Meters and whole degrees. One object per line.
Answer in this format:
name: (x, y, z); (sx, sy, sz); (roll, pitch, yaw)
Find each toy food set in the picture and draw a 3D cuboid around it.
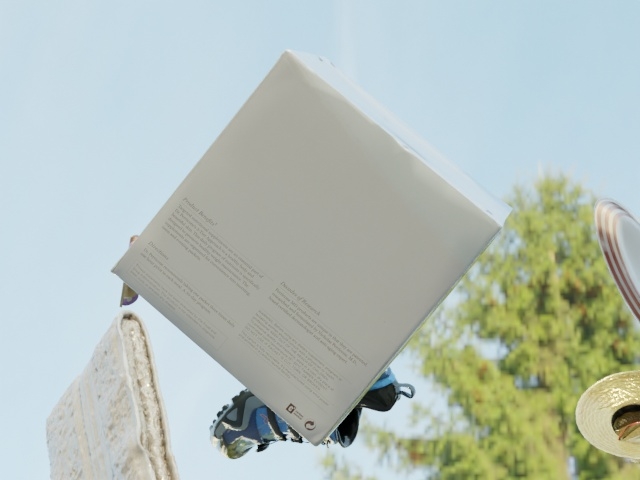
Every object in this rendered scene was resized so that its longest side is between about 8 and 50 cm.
toy food set: (-0.204, 0.029, 1.612); (0.019, 0.122, 0.077); (9, -73, -8)

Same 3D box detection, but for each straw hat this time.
straw hat: (0.356, 0.214, 1.630); (0.145, 0.144, 0.061); (-6, -52, 11)

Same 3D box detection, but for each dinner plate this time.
dinner plate: (0.252, 0.028, 1.127); (0.017, 0.141, 0.141); (-25, -57, -6)

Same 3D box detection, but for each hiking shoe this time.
hiking shoe: (-0.025, 0.209, 1.762); (0.132, 0.113, 0.304); (52, -46, 5)

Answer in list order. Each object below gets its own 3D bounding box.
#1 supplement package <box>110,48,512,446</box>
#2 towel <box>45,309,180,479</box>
supplement package: (0.000, 0.000, 1.070); (0.194, 0.149, 0.203); (40, -79, 5)
towel: (-0.216, 0.228, 1.480); (0.049, 0.282, 0.187); (18, -56, -32)
